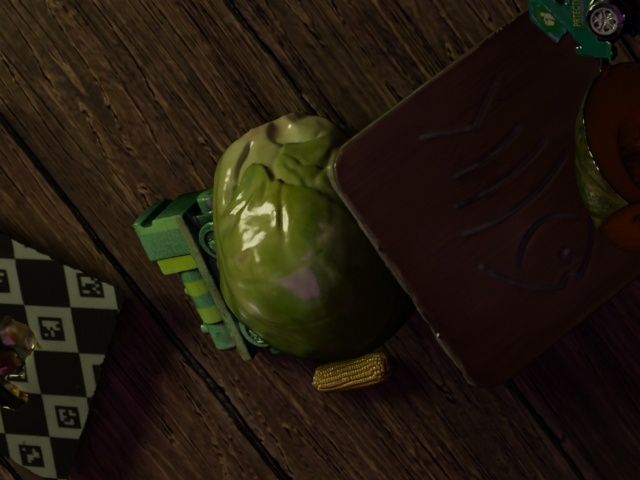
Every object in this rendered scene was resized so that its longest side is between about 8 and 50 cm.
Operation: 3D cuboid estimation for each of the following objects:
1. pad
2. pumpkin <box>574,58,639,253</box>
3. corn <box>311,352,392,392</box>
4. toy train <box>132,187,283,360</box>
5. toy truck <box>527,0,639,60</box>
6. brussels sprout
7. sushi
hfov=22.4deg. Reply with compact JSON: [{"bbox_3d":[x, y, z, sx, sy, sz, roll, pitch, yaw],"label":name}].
[{"bbox_3d":[0.187,-0.042,1.539,0.286,0.018,0.284,-37,103,-10],"label":"pad"},{"bbox_3d":[0.331,-0.074,1.533,0.278,0.163,0.111,5,152,-28],"label":"pumpkin"},{"bbox_3d":[0.035,0.145,1.765,0.092,0.037,0.037,-12,111,21],"label":"corn"},{"bbox_3d":[-0.102,0.037,1.736,0.132,0.083,0.200,-10,112,33],"label":"toy train"},{"bbox_3d":[0.231,-0.277,1.457,0.116,0.110,0.216,4,117,28],"label":"toy truck"},{"bbox_3d":[0.000,0.000,1.604,0.244,0.244,0.244,7,117,14],"label":"brussels sprout"},{"bbox_3d":[-0.371,0.101,1.859,0.292,0.059,0.294,27,120,4],"label":"sushi"}]
